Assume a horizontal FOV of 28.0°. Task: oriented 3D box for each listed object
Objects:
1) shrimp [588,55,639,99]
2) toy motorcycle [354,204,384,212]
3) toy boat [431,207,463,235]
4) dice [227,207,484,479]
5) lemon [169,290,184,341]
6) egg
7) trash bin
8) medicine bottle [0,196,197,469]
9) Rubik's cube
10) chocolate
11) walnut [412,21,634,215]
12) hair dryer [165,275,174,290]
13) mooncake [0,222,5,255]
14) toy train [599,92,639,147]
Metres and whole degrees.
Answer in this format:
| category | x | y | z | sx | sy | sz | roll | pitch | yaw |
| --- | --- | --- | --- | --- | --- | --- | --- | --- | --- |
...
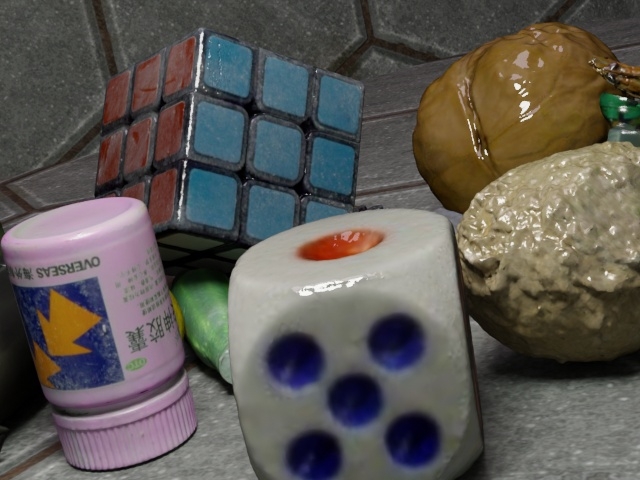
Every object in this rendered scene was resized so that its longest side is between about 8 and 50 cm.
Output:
| category | x | y | z | sx | sy | sz | roll | pitch | yaw |
| --- | --- | --- | --- | --- | --- | --- | --- | --- | --- |
| shrimp | 0.504 | -0.232 | 1.929 | 0.236 | 0.053 | 0.133 | 11 | 7 | -12 |
| toy motorcycle | 0.000 | -0.001 | 2.130 | 0.229 | 0.094 | 0.130 | -26 | 12 | -5 |
| toy boat | 0.100 | 0.051 | 1.843 | 0.293 | 0.111 | 0.276 | -26 | 11 | -11 |
| dice | 0.043 | 0.120 | 1.356 | 0.243 | 0.251 | 0.259 | -9 | 16 | 4 |
| lemon | -0.276 | 0.118 | 1.723 | 0.170 | 0.170 | 0.207 | -2 | -5 | 32 |
| egg | 0.308 | 0.017 | 1.507 | 0.310 | 0.279 | 0.279 | -15 | 16 | -14 |
| trash bin | -0.479 | 0.162 | 1.682 | 0.252 | 0.203 | 0.301 | 26 | 23 | 3 |
| medicine bottle | -0.260 | 0.109 | 1.535 | 0.178 | 0.291 | 0.178 | -11 | 15 | 3 |
| Rubik's cube | -0.142 | -0.107 | 1.923 | 0.301 | 0.305 | 0.303 | 12 | -14 | -33 |
| chocolate | -0.139 | 0.123 | 1.768 | 0.110 | 0.110 | 0.291 | -15 | 18 | -10 |
| walnut | 0.339 | -0.185 | 2.112 | 0.354 | 0.308 | 0.398 | -19 | 11 | 38 |
| hair dryer | -0.189 | 0.092 | 1.992 | 0.220 | 0.054 | 0.195 | -8 | 15 | 10 |
| mooncake | -0.651 | 0.039 | 1.962 | 0.356 | 0.356 | 0.194 | -1 | 21 | 34 |
| toy train | 0.522 | -0.107 | 1.845 | 0.249 | 0.178 | 0.429 | 8 | 6 | 16 |
